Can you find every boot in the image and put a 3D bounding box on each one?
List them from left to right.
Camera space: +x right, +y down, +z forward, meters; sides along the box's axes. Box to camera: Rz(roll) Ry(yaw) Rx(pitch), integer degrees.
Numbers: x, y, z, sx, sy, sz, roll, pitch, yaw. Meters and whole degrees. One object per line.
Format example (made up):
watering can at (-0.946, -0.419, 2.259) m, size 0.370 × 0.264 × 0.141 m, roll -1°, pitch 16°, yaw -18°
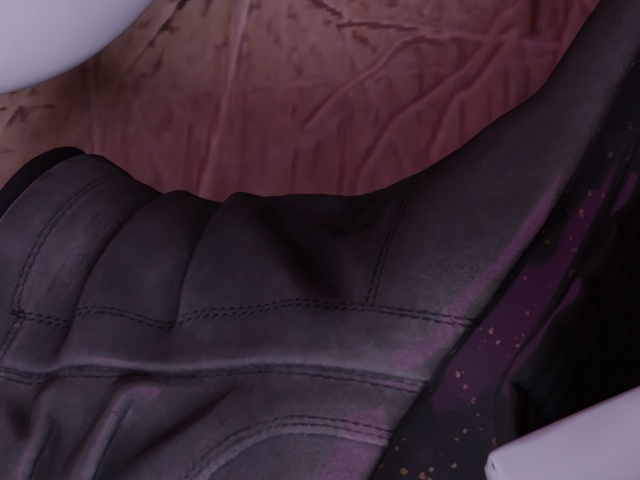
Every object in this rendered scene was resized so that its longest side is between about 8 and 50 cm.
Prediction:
boot at (0.000, 0.000, 0.590) m, size 0.222 × 0.118 × 0.338 m, roll 17°, pitch 59°, yaw 29°

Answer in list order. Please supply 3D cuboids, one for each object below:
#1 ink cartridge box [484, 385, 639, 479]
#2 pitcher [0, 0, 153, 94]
ink cartridge box at (0.128, 0.112, 0.447) m, size 0.128 × 0.176 × 0.127 m, roll -24°, pitch 57°, yaw -1°
pitcher at (-0.111, -0.154, 0.708) m, size 0.177 × 0.125 × 0.207 m, roll 22°, pitch 55°, yaw 36°
